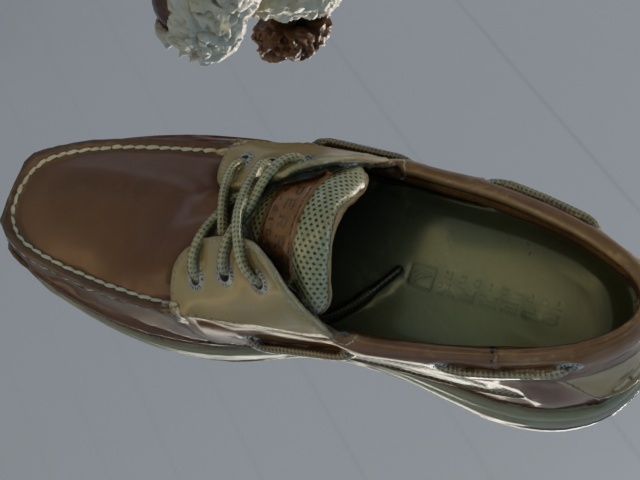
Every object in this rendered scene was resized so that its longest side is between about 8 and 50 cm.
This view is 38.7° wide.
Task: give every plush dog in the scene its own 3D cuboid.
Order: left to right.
[{"bbox_3d":[-0.011,-0.257,0.699,0.225,0.210,0.263,-96,-169,-83],"label":"plush dog"}]

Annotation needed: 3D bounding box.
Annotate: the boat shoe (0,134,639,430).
[{"bbox_3d":[0.000,0.000,0.428,0.323,0.120,0.123,10,-106,11],"label":"boat shoe"}]
